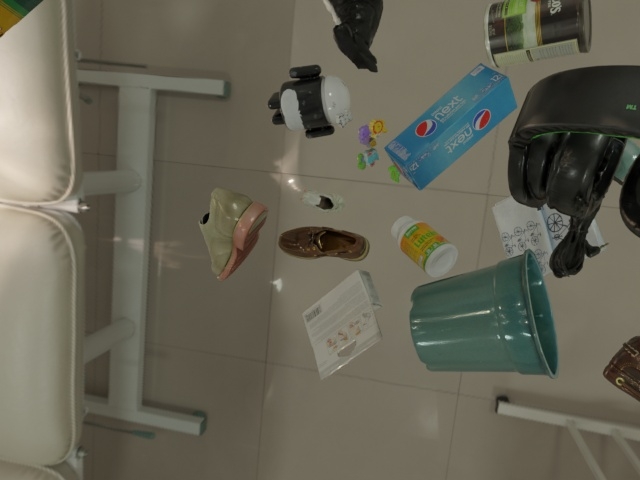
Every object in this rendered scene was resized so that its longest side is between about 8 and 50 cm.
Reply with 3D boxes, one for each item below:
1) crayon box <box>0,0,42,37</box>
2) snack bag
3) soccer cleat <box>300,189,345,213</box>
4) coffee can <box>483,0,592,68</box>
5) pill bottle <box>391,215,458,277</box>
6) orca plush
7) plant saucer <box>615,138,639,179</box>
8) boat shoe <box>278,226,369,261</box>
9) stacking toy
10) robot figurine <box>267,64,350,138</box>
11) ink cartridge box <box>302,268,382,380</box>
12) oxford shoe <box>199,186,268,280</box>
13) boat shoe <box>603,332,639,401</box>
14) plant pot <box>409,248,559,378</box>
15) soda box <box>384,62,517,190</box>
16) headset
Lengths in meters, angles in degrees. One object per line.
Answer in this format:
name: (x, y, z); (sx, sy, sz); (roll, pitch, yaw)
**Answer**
crayon box: (-0.528, -0.337, 0.715); (0.278, 0.165, 0.081); (-16, 86, 32)
snack bag: (0.742, -0.046, 1.725); (0.342, 0.037, 0.323); (-34, 56, 49)
soccer cleat: (0.022, -0.107, 1.538); (0.076, 0.196, 0.068); (25, 100, 35)
coffee can: (0.663, -0.650, 1.592); (0.275, 0.201, 0.202); (0, 99, 33)
pill bottle: (0.367, 0.012, 1.891); (0.136, 0.136, 0.246); (-56, 44, 13)
orca plush: (0.025, -0.342, 0.615); (0.151, 0.287, 0.102); (15, 143, -22)
plant saucer: (0.956, -0.266, 1.715); (0.037, 0.195, 0.195); (-42, 89, -18)
boat shoe: (0.000, 0.000, 0.972); (0.178, 0.060, 0.064); (4, 75, 20)
stacking toy: (0.138, -0.272, 1.522); (0.052, 0.167, 0.221); (-39, 131, -17)
robot figurine: (-0.035, -0.469, 1.785); (0.278, 0.209, 0.174); (-5, 74, 15)
ink cartridge box: (0.082, 0.283, 1.732); (0.296, 0.066, 0.261); (-41, 50, 30)
oxford shoe: (-0.252, -0.018, 1.411); (0.146, 0.140, 0.397); (35, 144, 1)
boat shoe: (0.361, 0.170, 0.467); (0.207, 0.073, 0.073); (45, 103, 31)
plant pot: (0.447, 0.224, 1.452); (0.334, 0.341, 0.341); (-15, 96, 29)
soda box: (0.211, -0.183, 0.848); (0.210, 0.071, 0.067); (-41, 46, 3)
headset: (0.295, -0.042, 0.510); (0.243, 0.394, 0.185); (22, 95, 14)
